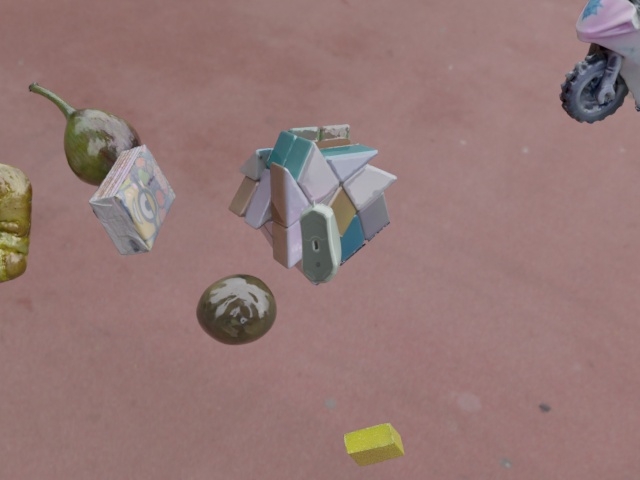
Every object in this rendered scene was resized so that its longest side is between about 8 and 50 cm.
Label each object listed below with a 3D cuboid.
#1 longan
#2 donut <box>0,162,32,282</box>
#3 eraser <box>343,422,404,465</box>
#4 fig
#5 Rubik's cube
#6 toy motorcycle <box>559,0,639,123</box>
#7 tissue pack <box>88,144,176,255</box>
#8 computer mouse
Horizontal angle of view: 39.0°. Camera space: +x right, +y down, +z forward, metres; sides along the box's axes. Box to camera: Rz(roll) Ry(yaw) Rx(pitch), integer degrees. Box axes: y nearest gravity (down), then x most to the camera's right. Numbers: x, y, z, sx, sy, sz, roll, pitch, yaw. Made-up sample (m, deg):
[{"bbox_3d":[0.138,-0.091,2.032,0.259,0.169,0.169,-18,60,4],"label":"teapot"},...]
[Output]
[{"bbox_3d":[-0.195,0.161,2.102,0.187,0.167,0.167,-7,43,-33],"label":"longan"},{"bbox_3d":[-0.700,-0.039,1.847,0.208,0.261,0.128,0,16,-38],"label":"donut"},{"bbox_3d":[0.106,0.401,1.771,0.097,0.122,0.045,-15,64,7],"label":"eraser"},{"bbox_3d":[-0.429,-0.207,1.621,0.245,0.149,0.149,44,41,-1],"label":"fig"},{"bbox_3d":[-0.013,-0.114,2.306,0.387,0.368,0.358,-41,31,-12],"label":"Rubik's cube"},{"bbox_3d":[0.350,-0.237,0.908,0.239,0.204,0.108,-30,35,-16],"label":"toy motorcycle"},{"bbox_3d":[-0.285,-0.063,1.396,0.060,0.108,0.148,-12,34,19],"label":"tissue pack"},{"bbox_3d":[0.000,0.000,1.949,0.089,0.181,0.056,-4,5,25],"label":"computer mouse"}]
